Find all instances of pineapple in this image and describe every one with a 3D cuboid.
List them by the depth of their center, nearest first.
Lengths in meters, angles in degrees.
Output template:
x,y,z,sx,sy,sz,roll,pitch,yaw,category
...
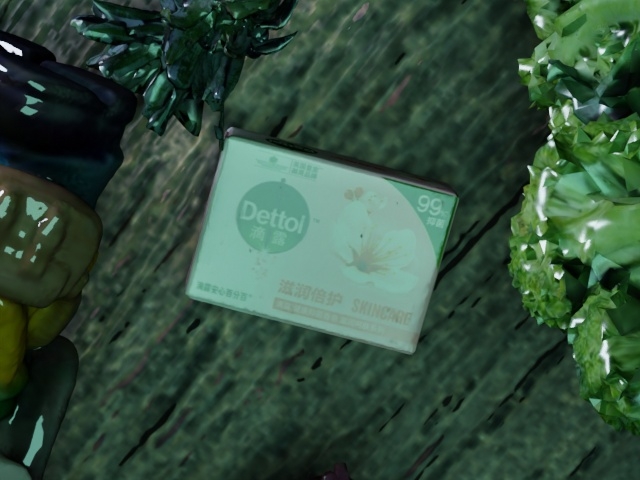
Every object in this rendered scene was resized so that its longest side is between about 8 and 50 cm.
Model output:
x,y,z,sx,sy,sz,roll,pitch,yaw,category
-0.036,-0.157,0.949,0.103,0.083,0.221,34,98,7,pineapple

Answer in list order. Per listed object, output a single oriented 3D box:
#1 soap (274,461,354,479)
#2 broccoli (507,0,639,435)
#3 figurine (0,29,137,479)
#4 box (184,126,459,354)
x,y,z,sx,sy,sz,roll,pitch,yaw,category
-0.098,0.231,0.964,0.289,0.182,0.112,-26,103,37,soap
0.242,-0.101,0.862,0.413,0.321,0.310,-41,127,3,broccoli
-0.186,0.067,0.936,0.185,0.204,0.332,27,85,32,figurine
0.000,0.000,0.995,0.125,0.043,0.089,13,99,-4,box
